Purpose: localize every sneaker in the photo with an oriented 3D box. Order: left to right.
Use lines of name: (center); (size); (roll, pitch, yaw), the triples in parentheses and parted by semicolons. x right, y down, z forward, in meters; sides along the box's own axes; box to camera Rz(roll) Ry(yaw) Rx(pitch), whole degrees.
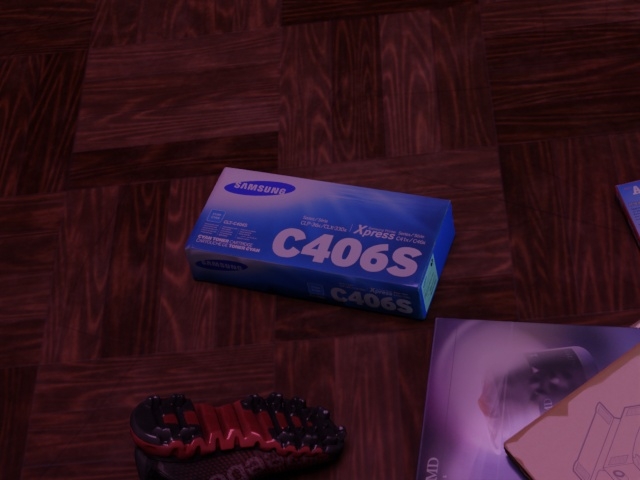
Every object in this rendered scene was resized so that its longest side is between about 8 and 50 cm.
sneaker: (-0.107, 0.264, 1.737); (0.276, 0.135, 0.097); (2, 32, -18)

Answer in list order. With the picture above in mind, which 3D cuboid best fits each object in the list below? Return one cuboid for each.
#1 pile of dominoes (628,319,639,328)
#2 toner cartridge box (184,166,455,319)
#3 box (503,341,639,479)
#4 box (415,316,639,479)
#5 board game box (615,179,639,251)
pile of dominoes: (0.454, 0.156, 1.723); (0.251, 0.040, 0.196); (-36, 51, -2)
toner cartridge box: (0.000, 0.000, 1.959); (0.348, 0.075, 0.165); (9, 50, 18)
box: (0.323, 0.222, 1.474); (0.201, 0.021, 0.164); (-34, 61, -12)
box: (0.264, 0.259, 1.583); (0.294, 0.183, 0.296); (1, 60, 14)
board game box: (0.567, -0.051, 1.927); (0.281, 0.027, 0.145); (-13, 50, -1)
